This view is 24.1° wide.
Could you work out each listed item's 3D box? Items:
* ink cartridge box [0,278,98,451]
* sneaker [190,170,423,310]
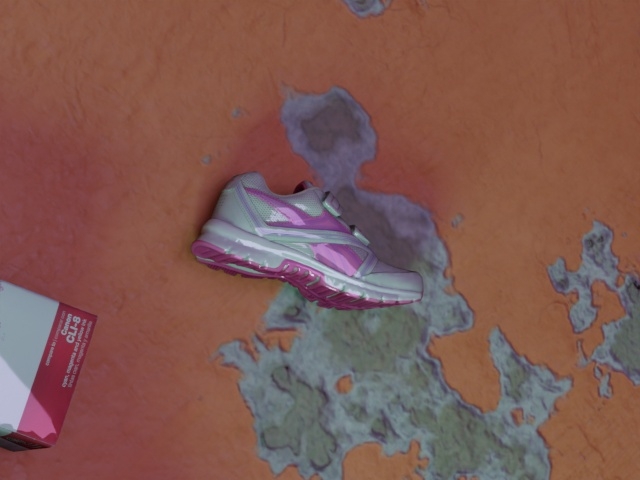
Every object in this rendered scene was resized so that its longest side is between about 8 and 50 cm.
[{"bbox_3d":[-0.314,0.099,1.327,0.176,0.128,0.127,24,72,-23],"label":"ink cartridge box"},{"bbox_3d":[0.000,0.000,1.520,0.252,0.103,0.111,21,75,-24],"label":"sneaker"}]
